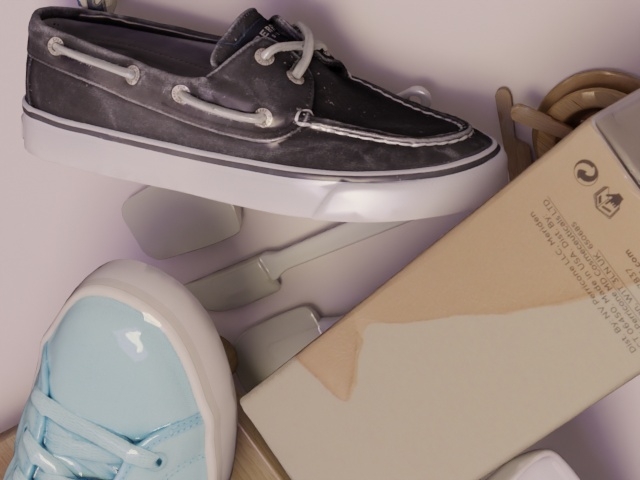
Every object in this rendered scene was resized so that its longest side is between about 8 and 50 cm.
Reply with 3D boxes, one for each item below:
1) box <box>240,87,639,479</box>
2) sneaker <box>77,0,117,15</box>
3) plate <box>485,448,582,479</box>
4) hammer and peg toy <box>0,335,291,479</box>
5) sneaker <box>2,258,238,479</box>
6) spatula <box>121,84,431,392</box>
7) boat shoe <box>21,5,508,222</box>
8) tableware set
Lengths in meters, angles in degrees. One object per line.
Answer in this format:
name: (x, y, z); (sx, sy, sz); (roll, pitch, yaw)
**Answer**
box: (0.111, 0.045, 1.002); (0.311, 0.148, 0.121); (-40, 83, 38)
sneaker: (-0.113, -0.190, 1.071); (0.058, 0.052, 0.135); (18, 122, 1)
plate: (0.084, 0.272, 1.106); (0.278, 0.045, 0.277); (-46, 139, -3)
hammer and peg toy: (-0.084, 0.260, 1.234); (0.266, 0.127, 0.361); (-27, 105, 30)
sneaker: (-0.148, 0.190, 1.058); (0.135, 0.150, 0.366); (20, 120, 12)
spatula: (0.000, 0.000, 1.139); (0.242, 0.019, 0.168); (-23, 105, 32)
boat shoe: (-0.035, -0.084, 1.045); (0.301, 0.108, 0.102); (11, 114, 18)
tableware set: (0.176, -0.007, 1.075); (0.128, 0.039, 0.194); (-5, 114, 20)
